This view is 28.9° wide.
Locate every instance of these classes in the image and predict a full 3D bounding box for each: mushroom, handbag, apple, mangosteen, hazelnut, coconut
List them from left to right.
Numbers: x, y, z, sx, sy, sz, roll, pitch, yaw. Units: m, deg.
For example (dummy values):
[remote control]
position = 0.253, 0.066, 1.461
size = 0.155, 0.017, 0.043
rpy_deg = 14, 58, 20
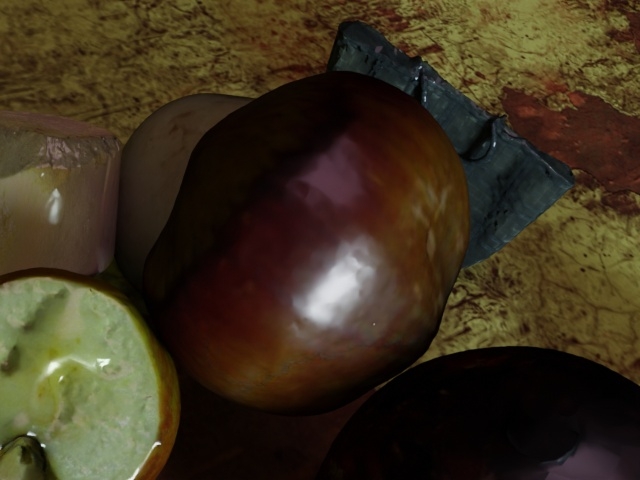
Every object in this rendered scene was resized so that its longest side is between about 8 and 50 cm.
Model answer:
[coconut]
position = -0.230, -0.021, 0.983
size = 0.147, 0.153, 0.147
rpy_deg = 10, 14, -3
[apple]
position = -0.195, 0.117, 0.859
size = 0.195, 0.160, 0.173
rpy_deg = 8, 61, -11
[mushroom]
position = -0.087, -0.023, 1.068
size = 0.206, 0.209, 0.206
rpy_deg = 1, 68, -3
[hazelnut]
position = 0.000, 0.000, 0.866
size = 0.217, 0.217, 0.251
rpy_deg = 34, 67, 0
[handbag]
position = 0.104, -0.088, 1.225
size = 0.270, 0.175, 0.089
rpy_deg = 34, 44, 3
[mangosteen]
position = 0.149, 0.232, 0.890
size = 0.306, 0.306, 0.359
rpy_deg = 56, 12, 23
